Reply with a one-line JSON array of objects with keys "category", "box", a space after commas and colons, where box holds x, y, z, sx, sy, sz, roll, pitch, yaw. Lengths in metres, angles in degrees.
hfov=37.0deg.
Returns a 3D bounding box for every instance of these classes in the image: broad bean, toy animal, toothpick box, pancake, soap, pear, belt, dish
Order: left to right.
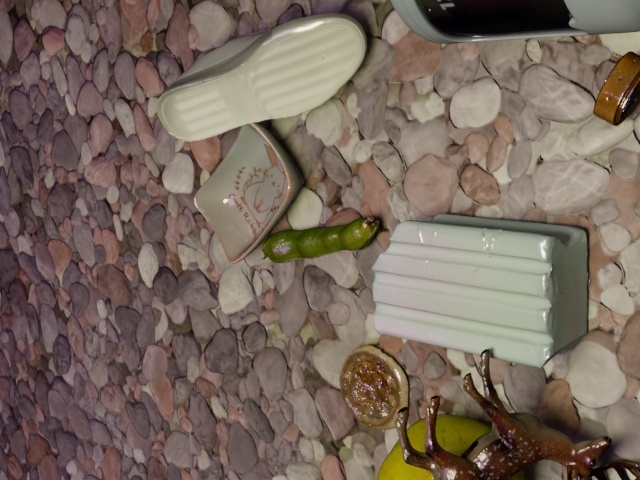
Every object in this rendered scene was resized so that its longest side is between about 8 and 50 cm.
[{"category": "dish", "box": [-0.107, -0.080, 1.572, 0.151, 0.077, 0.212, 57, 131, 21]}, {"category": "broad bean", "box": [0.000, 0.000, 1.504, 0.256, 0.052, 0.052, -12, 52, 44]}, {"category": "pancake", "box": [0.083, 0.231, 1.491, 0.139, 0.022, 0.140, 12, 107, 42]}, {"category": "pear", "box": [0.180, 0.337, 1.312, 0.198, 0.198, 0.198, 11, 106, 42]}, {"category": "soap", "box": [0.207, 0.059, 1.284, 0.289, 0.095, 0.173, 7, 105, 43]}, {"category": "toy animal", "box": [0.245, 0.271, 1.204, 0.243, 0.087, 0.260, -34, 93, 7]}, {"category": "toothpick box", "box": [0.271, -0.350, 1.054, 0.354, 0.263, 0.263, 9, 105, 42]}, {"category": "belt", "box": [0.356, -0.176, 1.117, 0.036, 0.059, 0.083, 38, 112, 31]}]

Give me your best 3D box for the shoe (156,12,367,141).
[{"category": "shoe", "box": [-0.079, -0.271, 1.487, 0.363, 0.160, 0.132, -18, 118, 26]}]
